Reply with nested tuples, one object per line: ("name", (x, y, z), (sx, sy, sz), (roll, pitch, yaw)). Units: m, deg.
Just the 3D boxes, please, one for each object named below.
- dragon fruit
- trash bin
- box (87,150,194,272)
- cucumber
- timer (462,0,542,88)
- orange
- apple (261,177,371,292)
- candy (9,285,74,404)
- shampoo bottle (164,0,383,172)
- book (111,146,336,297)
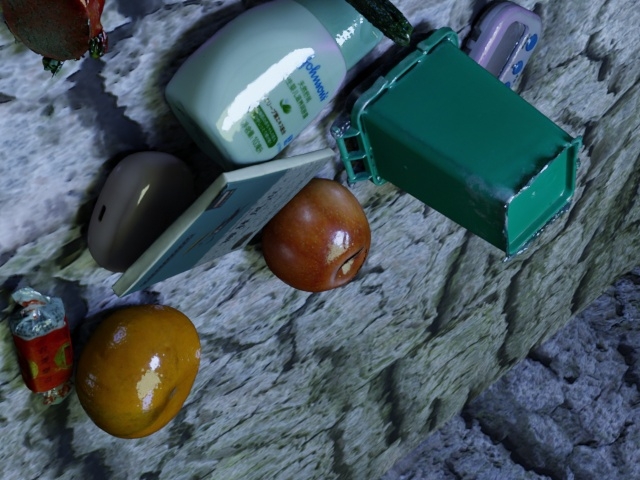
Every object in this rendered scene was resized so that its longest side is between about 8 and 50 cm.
("dragon fruit", (-0.286, -0.283, 0.985), (0.138, 0.142, 0.175), (30, 77, -25))
("trash bin", (0.239, -0.159, 1.540), (0.295, 0.381, 0.259), (-42, 148, -12))
("box", (-0.268, -0.041, 1.301), (0.146, 0.088, 0.200), (-6, 130, -53))
("cucumber", (0.039, -0.350, 1.193), (0.043, 0.257, 0.044), (-38, 156, -13))
("timer", (0.355, -0.377, 1.755), (0.191, 0.069, 0.208), (0, 125, -52))
("orange", (-0.306, 0.215, 1.449), (0.240, 0.171, 0.240), (-56, 163, -28))
("apple", (0.000, 0.000, 1.611), (0.210, 0.173, 0.235), (-50, 151, 1))
("candy", (-0.429, 0.165, 1.351), (0.086, 0.059, 0.292), (-25, 141, -30))
("shampoo bottle", (-0.049, -0.264, 1.280), (0.349, 0.151, 0.222), (-44, 142, -11))
("book", (-0.138, -0.038, 1.354), (0.264, 0.031, 0.379), (-43, 173, 25))
